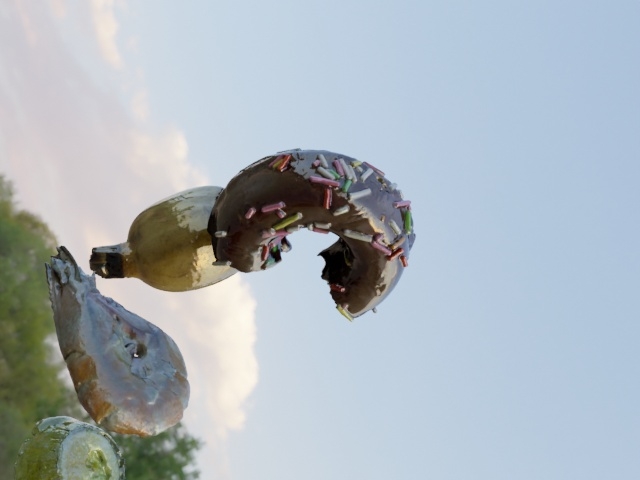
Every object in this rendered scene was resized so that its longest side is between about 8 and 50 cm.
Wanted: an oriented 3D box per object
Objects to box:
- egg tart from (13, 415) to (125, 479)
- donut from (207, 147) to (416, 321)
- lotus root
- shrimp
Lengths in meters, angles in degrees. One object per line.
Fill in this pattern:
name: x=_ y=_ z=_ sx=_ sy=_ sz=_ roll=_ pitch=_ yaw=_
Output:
egg tart: x=-0.354 y=0.346 z=1.472 sx=0.078 sy=0.197 sz=0.197 roll=-28 pitch=-98 yaw=34
donut: x=0.008 y=-0.016 z=1.635 sx=0.259 sy=0.345 sz=0.136 roll=-50 pitch=-155 yaw=36
lotus root: x=-0.259 y=0.008 z=1.799 sx=0.183 sy=0.310 sz=0.183 roll=52 pitch=-27 yaw=41
shrimp: x=-0.272 y=0.124 z=1.331 sx=0.062 sy=0.164 sz=0.317 roll=-54 pitch=-126 yaw=32
